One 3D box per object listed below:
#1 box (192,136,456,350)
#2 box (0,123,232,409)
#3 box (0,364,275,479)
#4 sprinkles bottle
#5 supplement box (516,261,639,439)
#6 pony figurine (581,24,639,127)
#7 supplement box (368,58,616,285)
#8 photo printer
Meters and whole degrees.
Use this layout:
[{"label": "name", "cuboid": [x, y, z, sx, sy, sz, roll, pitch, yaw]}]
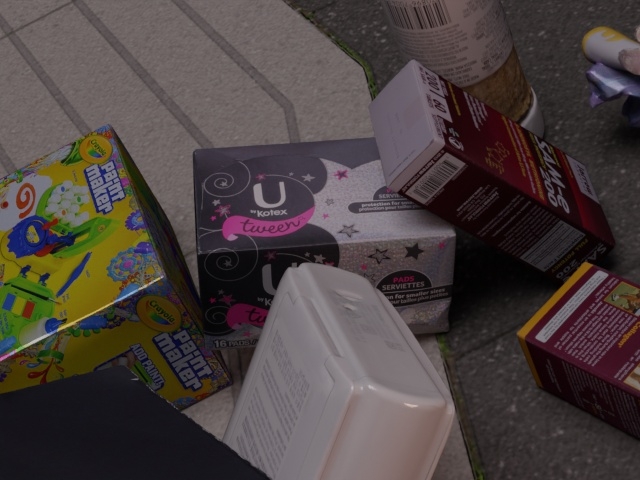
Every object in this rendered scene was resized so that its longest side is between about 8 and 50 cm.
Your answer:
[{"label": "box", "cuboid": [0.000, 0.000, 1.417, 0.247, 0.142, 0.163, -5, 42, -3]}, {"label": "box", "cuboid": [-0.284, 0.070, 1.525, 0.279, 0.177, 0.290, -27, 41, 0]}, {"label": "box", "cuboid": [-0.144, 0.319, 1.047, 0.179, 0.343, 0.312, -11, 26, -38]}, {"label": "sprinkles bottle", "cuboid": [0.132, -0.227, 1.469, 0.121, 0.355, 0.121, -15, 43, 14]}, {"label": "supplement box", "cuboid": [0.282, 0.107, 1.256, 0.104, 0.081, 0.188, -44, 43, -19]}, {"label": "pony figurine", "cuboid": [0.415, -0.155, 1.348, 0.351, 0.303, 0.363, -29, 25, -15]}, {"label": "supplement box", "cuboid": [0.166, -0.062, 1.374, 0.073, 0.239, 0.130, -45, 34, 28]}, {"label": "photo printer", "cuboid": [-0.012, 0.204, 1.175, 0.256, 0.107, 0.307, -123, 50, -65]}]
